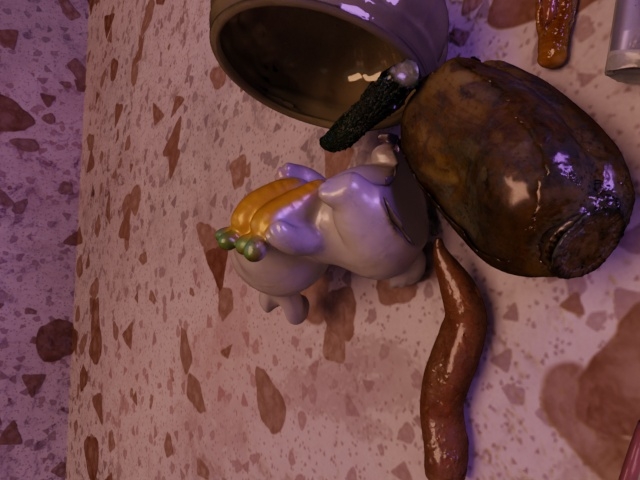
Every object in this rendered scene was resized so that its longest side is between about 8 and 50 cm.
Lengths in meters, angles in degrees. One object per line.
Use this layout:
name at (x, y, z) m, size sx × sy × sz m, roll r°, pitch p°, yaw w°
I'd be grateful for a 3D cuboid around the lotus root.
lotus root at (0.190, -0.077, 0.537) m, size 0.160 × 0.152 × 0.275 m, roll -59°, pitch 36°, yaw 33°

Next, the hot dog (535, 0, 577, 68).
hot dog at (0.255, -0.256, 0.579) m, size 0.044 × 0.028 × 0.137 m, roll 11°, pitch 95°, yaw 59°

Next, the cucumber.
cucumber at (0.052, -0.156, 0.673) m, size 0.044 × 0.043 × 0.256 m, roll 55°, pitch 160°, yaw -4°

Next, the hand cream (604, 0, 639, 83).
hand cream at (0.315, -0.276, 0.486) m, size 0.079 × 0.048 × 0.255 m, roll 11°, pitch 94°, yaw 30°

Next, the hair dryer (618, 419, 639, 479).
hair dryer at (0.323, 0.222, 0.421) m, size 0.154 × 0.054 × 0.106 m, roll 16°, pitch 94°, yaw 42°

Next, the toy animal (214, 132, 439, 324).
toy animal at (-0.004, -0.006, 0.723) m, size 0.310 × 0.247 × 0.183 m, roll -25°, pitch 48°, yaw 31°

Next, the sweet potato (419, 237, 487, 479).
sweet potato at (0.156, 0.140, 0.623) m, size 0.067 × 0.059 × 0.281 m, roll 9°, pitch 94°, yaw 39°

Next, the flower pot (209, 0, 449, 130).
flower pot at (0.022, -0.312, 0.691) m, size 0.307 × 0.307 × 0.244 m, roll -4°, pitch 65°, yaw 52°
